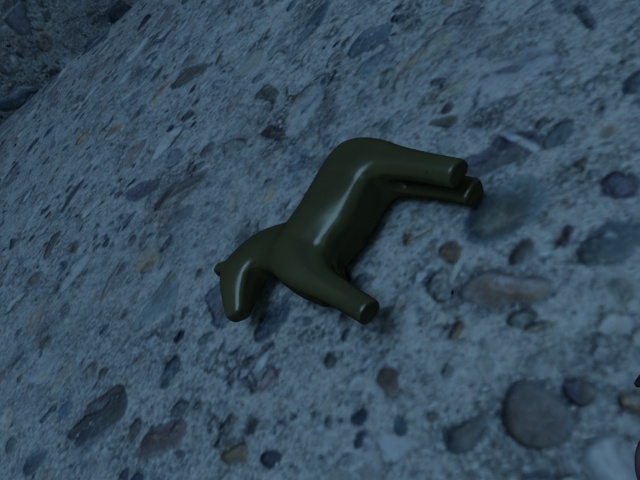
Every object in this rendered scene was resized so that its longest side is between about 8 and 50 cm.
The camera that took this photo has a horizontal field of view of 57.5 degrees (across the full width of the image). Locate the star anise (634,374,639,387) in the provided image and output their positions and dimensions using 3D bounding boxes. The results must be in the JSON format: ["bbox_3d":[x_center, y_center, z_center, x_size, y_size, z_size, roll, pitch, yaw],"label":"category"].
[{"bbox_3d":[0.237,0.025,0.309,0.129,0.056,0.124,-23,38,54],"label":"star anise"}]

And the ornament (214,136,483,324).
[{"bbox_3d":[0.000,0.000,0.571,0.245,0.061,0.230,24,80,50],"label":"ornament"}]

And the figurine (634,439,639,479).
[{"bbox_3d":[0.213,0.095,0.195,0.173,0.173,0.173,-26,43,28],"label":"figurine"}]
